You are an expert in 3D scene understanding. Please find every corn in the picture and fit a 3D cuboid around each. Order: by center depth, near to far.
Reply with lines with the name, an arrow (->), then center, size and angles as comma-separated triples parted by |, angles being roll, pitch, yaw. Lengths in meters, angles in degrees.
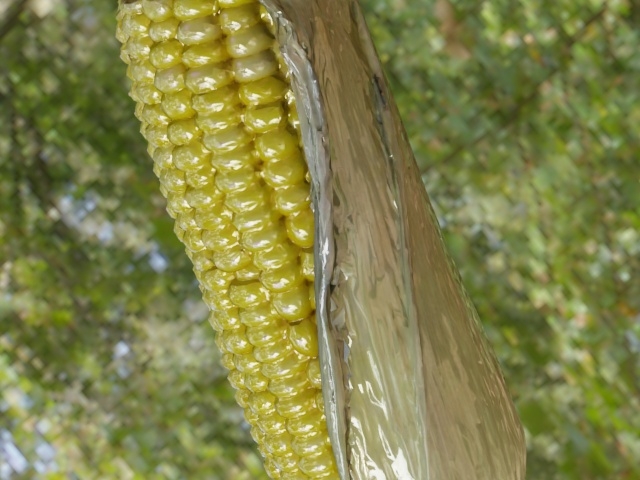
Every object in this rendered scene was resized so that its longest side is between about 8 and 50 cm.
corn -> 0.005, -0.002, 0.741 | 0.123, 0.122, 0.305 | -30, -74, -41
